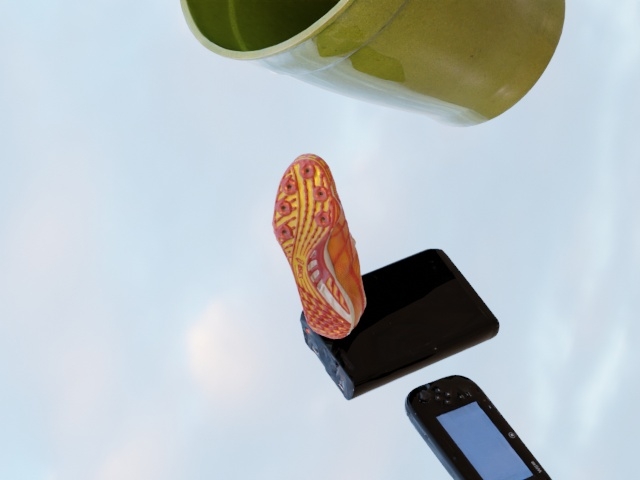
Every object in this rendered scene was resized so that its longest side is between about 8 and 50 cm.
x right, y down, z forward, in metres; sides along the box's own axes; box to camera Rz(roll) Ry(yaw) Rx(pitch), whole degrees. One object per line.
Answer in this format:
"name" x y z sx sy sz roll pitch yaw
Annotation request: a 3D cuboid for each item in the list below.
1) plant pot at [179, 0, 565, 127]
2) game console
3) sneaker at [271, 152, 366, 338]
"plant pot" 0.089 -0.306 2.276 0.353 0.366 0.367 27 -101 -40
"game console" 0.148 0.172 2.238 0.213 0.361 0.044 -22 -30 -28
"sneaker" 0.000 0.000 1.720 0.067 0.064 0.175 -59 -34 -55
